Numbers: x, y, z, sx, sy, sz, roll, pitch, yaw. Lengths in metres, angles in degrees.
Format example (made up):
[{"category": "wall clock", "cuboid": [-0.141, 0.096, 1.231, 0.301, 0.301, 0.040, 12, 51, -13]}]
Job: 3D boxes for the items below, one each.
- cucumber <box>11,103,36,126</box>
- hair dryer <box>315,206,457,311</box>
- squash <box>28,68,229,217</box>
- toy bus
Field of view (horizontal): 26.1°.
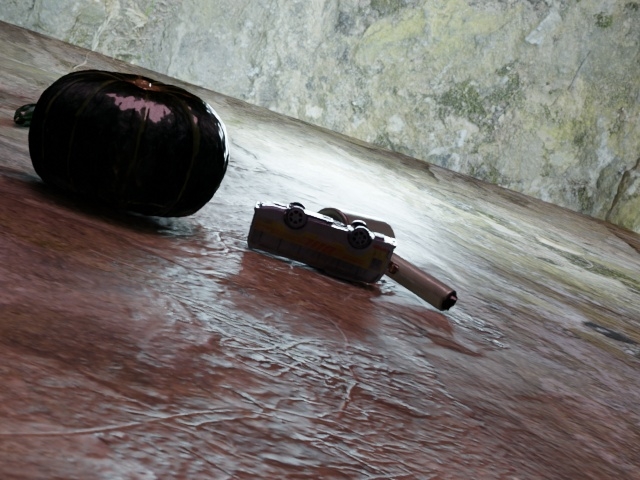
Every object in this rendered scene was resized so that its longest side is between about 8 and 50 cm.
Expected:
[{"category": "cucumber", "cuboid": [-0.439, -0.194, 2.135, 0.039, 0.039, 0.168, 20, 7, 5]}, {"category": "hair dryer", "cuboid": [0.104, 0.029, 1.877, 0.236, 0.073, 0.131, 30, 12, 36]}, {"category": "squash", "cuboid": [-0.237, -0.119, 1.721, 0.252, 0.165, 0.252, 16, 12, -3]}, {"category": "toy bus", "cuboid": [0.000, 0.000, 1.792, 0.190, 0.075, 0.064, 18, 8, -4]}]
